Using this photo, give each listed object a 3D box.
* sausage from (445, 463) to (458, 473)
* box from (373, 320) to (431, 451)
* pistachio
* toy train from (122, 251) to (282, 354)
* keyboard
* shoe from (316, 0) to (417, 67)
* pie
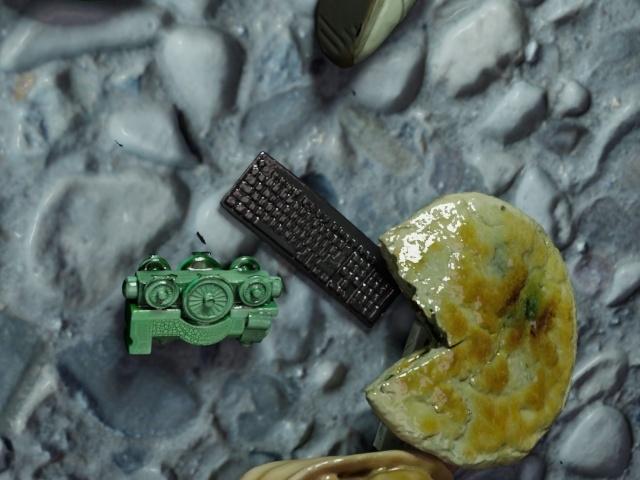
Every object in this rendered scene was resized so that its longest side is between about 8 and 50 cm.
[{"bbox_3d":[0.135,0.301,1.352,0.043,0.043,0.186,28,106,-24],"label":"sausage"},{"bbox_3d":[0.132,0.187,1.346,0.090,0.024,0.167,13,99,-24],"label":"box"},{"bbox_3d":[0.016,0.350,1.239,0.321,0.229,0.238,-15,143,-7],"label":"pistachio"},{"bbox_3d":[-0.130,0.072,1.199,0.178,0.071,0.105,1,112,-18],"label":"toy train"},{"bbox_3d":[0.000,0.000,1.254,0.250,0.017,0.087,41,90,-23],"label":"keyboard"},{"bbox_3d":[0.093,-0.301,1.163,0.098,0.103,0.275,30,94,-35],"label":"shoe"},{"bbox_3d":[0.192,0.107,1.288,0.337,0.075,0.338,0,89,-29],"label":"pie"}]
